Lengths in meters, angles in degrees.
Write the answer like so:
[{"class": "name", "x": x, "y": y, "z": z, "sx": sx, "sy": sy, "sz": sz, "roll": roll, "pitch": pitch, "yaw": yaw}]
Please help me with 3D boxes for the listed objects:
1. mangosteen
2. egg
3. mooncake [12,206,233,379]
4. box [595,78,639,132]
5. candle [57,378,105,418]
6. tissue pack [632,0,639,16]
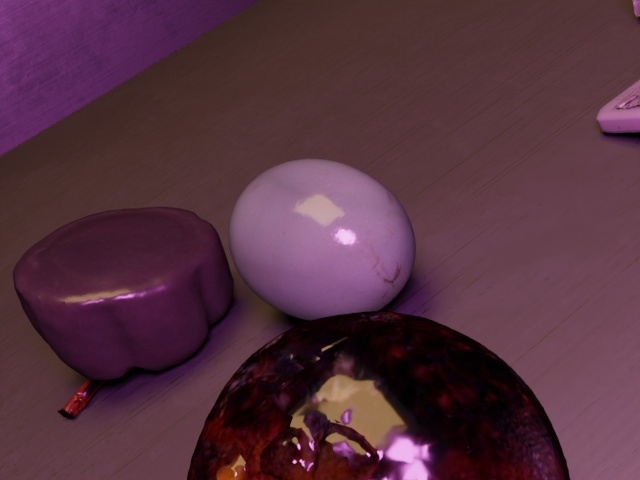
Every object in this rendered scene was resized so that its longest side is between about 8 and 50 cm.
[{"class": "mangosteen", "x": 0.041, "y": 0.159, "z": 0.577, "sx": 0.231, "sy": 0.231, "sz": 0.289, "roll": -23, "pitch": -9, "yaw": 8}, {"class": "egg", "x": 0.000, "y": 0.000, "z": 0.920, "sx": 0.168, "sy": 0.168, "sz": 0.231, "roll": -40, "pitch": 32, "yaw": -25}, {"class": "mooncake", "x": -0.227, "y": 0.054, "z": 1.040, "sx": 0.245, "sy": 0.133, "sz": 0.245, "roll": -10, "pitch": 31, "yaw": 6}, {"class": "box", "x": 0.451, "y": -0.207, "z": 0.995, "sx": 0.285, "sy": 0.044, "sz": 0.142, "roll": -35, "pitch": 14, "yaw": -12}, {"class": "candle", "x": -0.249, "y": 0.147, "z": 1.057, "sx": 0.026, "sy": 0.021, "sz": 0.167, "roll": -30, "pitch": 17, "yaw": 47}, {"class": "tissue pack", "x": 0.528, "y": -0.408, "z": 1.264, "sx": 0.148, "sy": 0.092, "sz": 0.196, "roll": -8, "pitch": 32, "yaw": 33}]
